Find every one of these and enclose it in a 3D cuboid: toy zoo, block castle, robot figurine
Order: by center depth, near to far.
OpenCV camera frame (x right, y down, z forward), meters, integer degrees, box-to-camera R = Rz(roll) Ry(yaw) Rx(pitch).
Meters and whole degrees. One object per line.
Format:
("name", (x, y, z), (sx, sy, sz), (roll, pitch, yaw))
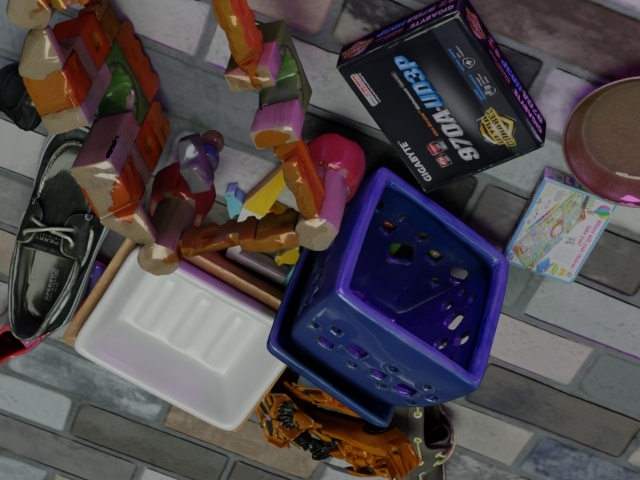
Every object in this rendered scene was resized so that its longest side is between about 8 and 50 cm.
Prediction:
("block castle", (-0.152, -0.193, 1.723), (0.303, 0.213, 0.453), (-10, 127, 19))
("toy zoo", (0.000, 0.000, 1.968), (0.293, 0.030, 0.192), (28, 130, -11))
("robot figurine", (0.005, 0.248, 2.071), (0.291, 0.085, 0.211), (6, 122, 45))

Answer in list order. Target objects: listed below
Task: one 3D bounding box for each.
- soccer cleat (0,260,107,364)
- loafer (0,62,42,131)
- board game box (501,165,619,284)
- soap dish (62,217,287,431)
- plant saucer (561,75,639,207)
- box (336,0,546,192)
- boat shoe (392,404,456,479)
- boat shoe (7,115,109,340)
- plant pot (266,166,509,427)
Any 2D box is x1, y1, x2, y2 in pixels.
("soccer cleat", (-0.400, 0.109, 2.110), (0.248, 0.095, 0.083), (-29, 118, 32))
("loafer", (-0.376, -0.183, 1.801), (0.078, 0.223, 0.076), (37, 83, -15))
("board game box", (0.313, -0.017, 1.883), (0.103, 0.026, 0.154), (20, 131, -4))
("soap dish", (-0.182, 0.115, 2.025), (0.290, 0.118, 0.229), (30, 116, -12))
("plant saucer", (0.398, -0.127, 1.764), (0.198, 0.036, 0.199), (7, 130, 8))
("box", (0.151, -0.178, 1.768), (0.175, 0.051, 0.220), (-21, 123, 28))
("boat shoe", (0.147, 0.286, 2.120), (0.091, 0.109, 0.305), (1, 127, 26))
("boat shoe", (-0.350, -0.007, 1.949), (0.121, 0.119, 0.335), (16, 115, 5))
("plant pot", (0.078, 0.088, 1.858), (0.236, 0.236, 0.212), (36, 135, -17))
